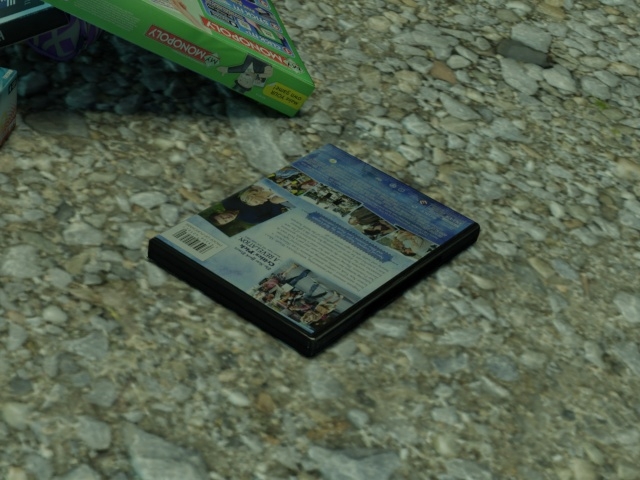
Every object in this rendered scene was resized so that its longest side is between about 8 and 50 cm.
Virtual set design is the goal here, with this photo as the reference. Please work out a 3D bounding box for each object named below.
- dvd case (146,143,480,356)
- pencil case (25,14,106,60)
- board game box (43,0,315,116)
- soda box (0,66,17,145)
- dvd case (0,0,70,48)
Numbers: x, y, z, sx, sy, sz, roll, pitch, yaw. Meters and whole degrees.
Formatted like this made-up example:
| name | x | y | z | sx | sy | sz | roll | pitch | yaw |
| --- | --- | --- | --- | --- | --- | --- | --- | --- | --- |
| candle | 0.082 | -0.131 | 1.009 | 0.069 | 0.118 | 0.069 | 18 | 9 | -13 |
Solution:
| name | x | y | z | sx | sy | sz | roll | pitch | yaw |
| --- | --- | --- | --- | --- | --- | --- | --- | --- | --- |
| dvd case | 0.000 | 0.000 | 1.207 | 0.180 | 0.022 | 0.253 | 30 | 39 | 26 |
| pencil case | -0.242 | -0.265 | 1.471 | 0.086 | 0.088 | 0.206 | 23 | 35 | 7 |
| board game box | -0.166 | -0.253 | 1.378 | 0.317 | 0.046 | 0.213 | 23 | 29 | -34 |
| soda box | -0.325 | -0.090 | 1.214 | 0.058 | 0.063 | 0.183 | 12 | 34 | 3 |
| dvd case | -0.360 | -0.220 | 1.344 | 0.238 | 0.030 | 0.179 | -19 | 37 | 1 |
